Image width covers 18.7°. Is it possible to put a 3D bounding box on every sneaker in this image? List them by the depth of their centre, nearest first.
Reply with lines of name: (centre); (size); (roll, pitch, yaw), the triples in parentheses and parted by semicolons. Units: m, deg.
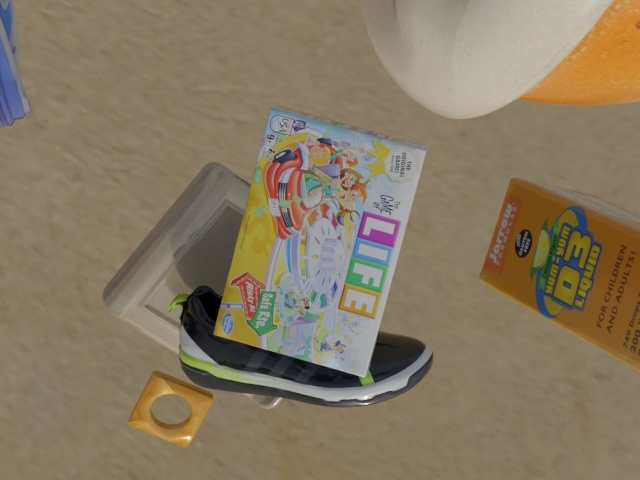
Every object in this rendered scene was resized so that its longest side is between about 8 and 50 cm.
sneaker: (-0.020, 0.082, 1.684); (0.235, 0.084, 0.097); (2, 114, 11)

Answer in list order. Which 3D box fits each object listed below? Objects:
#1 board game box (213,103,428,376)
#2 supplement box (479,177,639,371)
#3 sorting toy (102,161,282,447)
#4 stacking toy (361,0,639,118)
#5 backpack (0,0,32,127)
board game box: (0.000, 0.000, 1.248); (0.103, 0.026, 0.154); (15, 102, 4)
supplement box: (0.189, 0.030, 1.144); (0.080, 0.233, 0.078); (12, 99, -28)
sorting toy: (-0.073, 0.040, 1.775); (0.196, 0.047, 0.347); (35, 111, -16)
stacking toy: (0.283, -0.163, 0.871); (0.480, 0.350, 0.350); (18, 94, -16)
backpack: (-0.205, -0.090, 0.569); (0.213, 0.276, 0.263); (-11, 142, -12)
